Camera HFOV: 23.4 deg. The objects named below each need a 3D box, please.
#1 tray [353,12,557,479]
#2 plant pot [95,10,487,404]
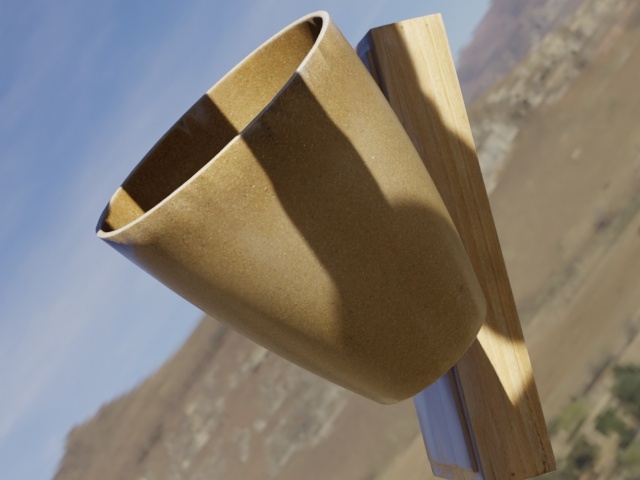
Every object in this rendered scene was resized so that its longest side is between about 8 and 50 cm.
[{"bbox_3d":[0.106,0.017,1.432,0.076,0.411,0.203,-13,-3,-10],"label":"tray"},{"bbox_3d":[0.000,0.000,1.178,0.237,0.254,0.237,-39,16,13],"label":"plant pot"}]
